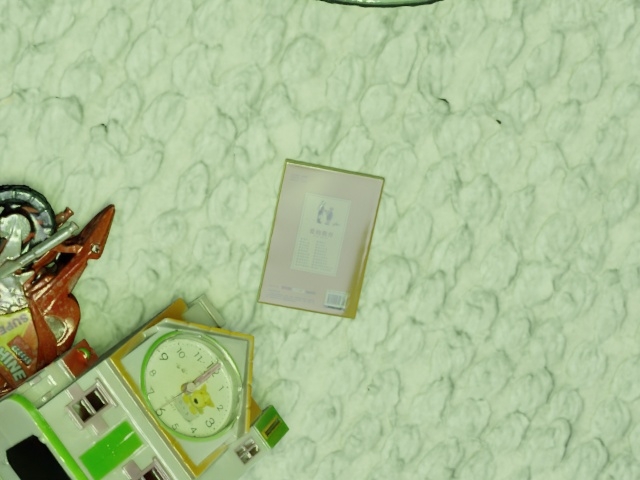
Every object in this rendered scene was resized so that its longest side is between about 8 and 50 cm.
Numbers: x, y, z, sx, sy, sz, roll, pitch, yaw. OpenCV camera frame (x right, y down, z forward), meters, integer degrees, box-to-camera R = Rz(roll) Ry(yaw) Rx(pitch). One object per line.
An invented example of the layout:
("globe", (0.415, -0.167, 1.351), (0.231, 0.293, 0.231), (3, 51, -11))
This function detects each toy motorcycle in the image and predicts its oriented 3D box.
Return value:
("toy motorcycle", (-0.335, 0.084, 1.914), (0.171, 0.089, 0.298), (15, 101, -9))

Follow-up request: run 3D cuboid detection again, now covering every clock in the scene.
("clock", (-0.181, 0.194, 1.852), (0.309, 0.166, 0.235), (-39, 95, -40))

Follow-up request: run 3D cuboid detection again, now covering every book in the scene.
("book", (0.000, 0.000, 1.961), (0.118, 0.012, 0.172), (11, 103, -7))

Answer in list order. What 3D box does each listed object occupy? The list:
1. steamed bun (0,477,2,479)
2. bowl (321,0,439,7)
("steamed bun", (-0.302, 0.299, 1.922), (0.228, 0.177, 0.131), (36, 101, -5))
("bowl", (0.053, -0.417, 1.744), (0.354, 0.354, 0.185), (12, 58, -7))
